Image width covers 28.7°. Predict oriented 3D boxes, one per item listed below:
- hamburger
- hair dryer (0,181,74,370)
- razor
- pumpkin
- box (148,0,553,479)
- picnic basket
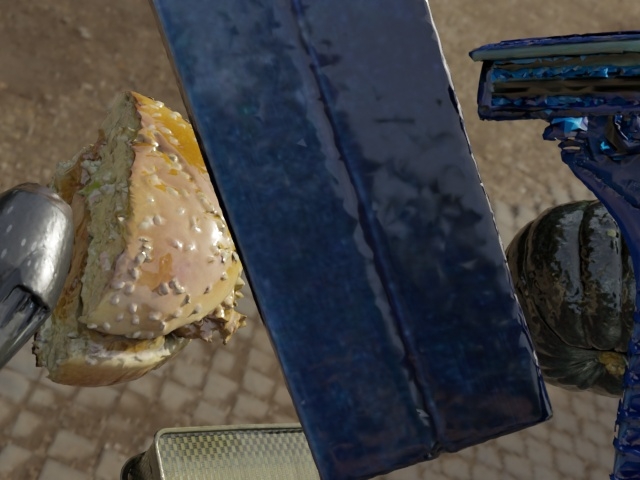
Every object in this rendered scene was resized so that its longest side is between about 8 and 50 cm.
[{"bbox_3d":[-0.220,0.005,1.721,0.287,0.268,0.445,25,32,-29],"label":"hamburger"},{"bbox_3d":[-0.411,0.080,1.184,0.359,0.120,0.304,0,54,32],"label":"hair dryer"},{"bbox_3d":[0.114,0.088,0.446,0.056,0.324,0.093,-11,10,-38],"label":"razor"},{"bbox_3d":[0.273,0.053,1.179,0.220,0.220,0.162,18,52,-15],"label":"pumpkin"},{"bbox_3d":[0.003,-0.063,0.597,0.116,0.261,0.279,-17,13,2],"label":"box"},{"bbox_3d":[-0.105,0.331,1.562,0.266,0.139,0.165,2,57,-28],"label":"picnic basket"}]
